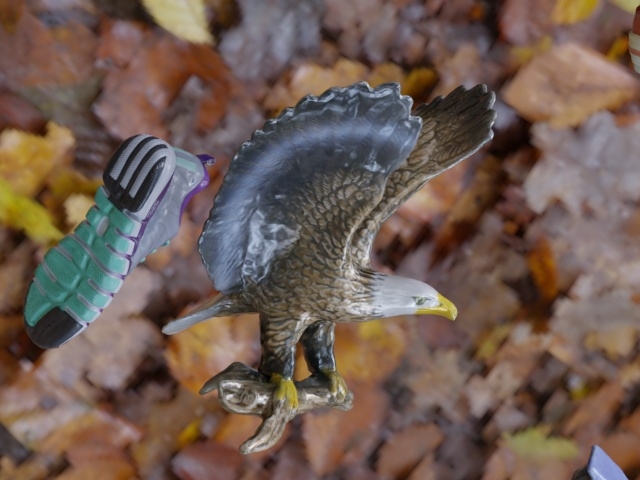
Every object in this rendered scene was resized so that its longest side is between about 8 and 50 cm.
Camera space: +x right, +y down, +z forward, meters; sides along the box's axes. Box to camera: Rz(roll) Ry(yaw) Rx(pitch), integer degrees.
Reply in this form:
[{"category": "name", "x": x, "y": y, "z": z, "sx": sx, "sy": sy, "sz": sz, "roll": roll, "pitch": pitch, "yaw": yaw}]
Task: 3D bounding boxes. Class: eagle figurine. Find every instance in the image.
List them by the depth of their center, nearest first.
[{"category": "eagle figurine", "x": 0.011, "y": 0.002, "z": 1.473, "sx": 0.225, "sy": 0.226, "sz": 0.298, "roll": 7, "pitch": 103, "yaw": -18}]

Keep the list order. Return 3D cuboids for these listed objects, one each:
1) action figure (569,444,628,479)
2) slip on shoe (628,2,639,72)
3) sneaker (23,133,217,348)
[{"category": "action figure", "x": 0.277, "y": 0.244, "z": 1.367, "sx": 0.341, "sy": 0.330, "sz": 0.178, "roll": 51, "pitch": 44, "yaw": -19}, {"category": "slip on shoe", "x": 0.307, "y": -0.127, "z": 0.979, "sx": 0.123, "sy": 0.331, "sz": 0.101, "roll": -13, "pitch": 108, "yaw": -42}, {"category": "sneaker", "x": -0.173, "y": 0.011, "z": 1.637, "sx": 0.098, "sy": 0.083, "sz": 0.223, "roll": 10, "pitch": 122, "yaw": -52}]
